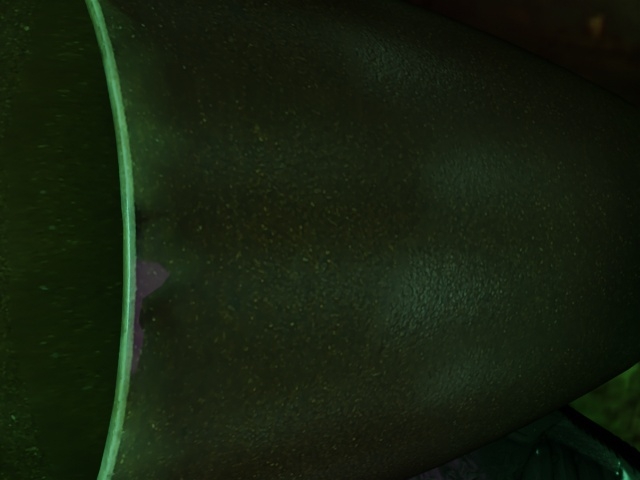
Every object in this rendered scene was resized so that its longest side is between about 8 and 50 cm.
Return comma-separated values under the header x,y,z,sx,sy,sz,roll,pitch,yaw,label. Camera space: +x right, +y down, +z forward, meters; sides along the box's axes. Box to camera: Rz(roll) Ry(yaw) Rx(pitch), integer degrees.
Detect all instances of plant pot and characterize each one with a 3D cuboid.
x,y,z,sx,sy,sz,roll,pitch,yaw,label
0.000,0.000,0.607,0.230,0.215,0.215,-1,111,-29,plant pot

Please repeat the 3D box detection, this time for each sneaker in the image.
x,y,z,sx,sy,sz,roll,pitch,yaw,label
0.077,0.106,0.735,0.170,0.051,0.089,35,98,-19,sneaker
